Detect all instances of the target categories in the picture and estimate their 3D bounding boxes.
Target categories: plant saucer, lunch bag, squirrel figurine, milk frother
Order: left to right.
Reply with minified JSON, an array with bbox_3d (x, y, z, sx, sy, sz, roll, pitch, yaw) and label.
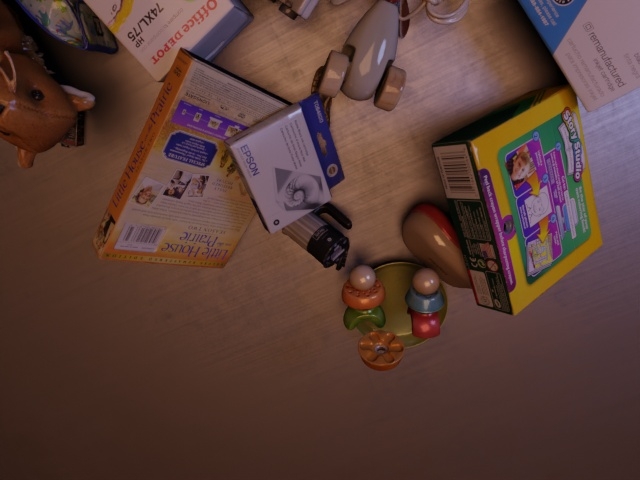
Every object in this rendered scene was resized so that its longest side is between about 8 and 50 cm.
[{"bbox_3d":[-0.588,-0.321,0.812,0.370,0.397,0.281,43,89,-13],"label":"squirrel figurine"},{"bbox_3d":[-0.482,-0.434,0.887,0.096,0.129,0.151,-36,104,14],"label":"lunch bag"},{"bbox_3d":[0.000,0.000,1.053,0.135,0.129,0.143,39,144,24],"label":"milk frother"},{"bbox_3d":[0.194,0.158,1.130,0.241,0.037,0.241,1,111,2],"label":"plant saucer"}]

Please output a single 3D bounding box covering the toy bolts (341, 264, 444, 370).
[{"bbox_3d":[0.168,0.150,1.002,0.229,0.218,0.158,-7,123,-3],"label":"toy bolts"}]

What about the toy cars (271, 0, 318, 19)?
[{"bbox_3d":[0.037,-0.477,0.786,0.394,0.087,0.176,0,79,43],"label":"toy cars"}]

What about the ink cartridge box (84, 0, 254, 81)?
[{"bbox_3d":[-0.295,-0.462,0.833,0.198,0.197,0.270,-38,104,14],"label":"ink cartridge box"}]

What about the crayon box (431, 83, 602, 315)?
[{"bbox_3d":[0.414,-0.086,0.920,0.313,0.106,0.363,-30,110,-24],"label":"crayon box"}]

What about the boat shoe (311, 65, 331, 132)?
[{"bbox_3d":[0.001,-0.300,0.963,0.050,0.045,0.135,3,113,-10],"label":"boat shoe"}]

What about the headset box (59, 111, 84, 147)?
[{"bbox_3d":[-0.564,-0.249,1.008,0.062,0.032,0.083,13,108,-3],"label":"headset box"}]

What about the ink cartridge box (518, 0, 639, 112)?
[{"bbox_3d":[0.573,-0.451,0.739,0.395,0.166,0.285,-28,109,42],"label":"ink cartridge box"}]

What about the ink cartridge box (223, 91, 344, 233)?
[{"bbox_3d":[-0.054,-0.156,0.935,0.224,0.045,0.223,-34,128,-15],"label":"ink cartridge box"}]

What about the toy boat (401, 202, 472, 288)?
[{"bbox_3d":[0.302,-0.006,1.030,0.231,0.151,0.151,41,76,-13],"label":"toy boat"}]

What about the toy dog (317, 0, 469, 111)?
[{"bbox_3d":[0.107,-0.406,0.883,0.220,0.161,0.333,35,93,-16],"label":"toy dog"}]

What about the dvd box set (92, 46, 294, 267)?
[{"bbox_3d":[-0.234,-0.129,0.927,0.308,0.062,0.420,9,120,-50],"label":"dvd box set"}]
